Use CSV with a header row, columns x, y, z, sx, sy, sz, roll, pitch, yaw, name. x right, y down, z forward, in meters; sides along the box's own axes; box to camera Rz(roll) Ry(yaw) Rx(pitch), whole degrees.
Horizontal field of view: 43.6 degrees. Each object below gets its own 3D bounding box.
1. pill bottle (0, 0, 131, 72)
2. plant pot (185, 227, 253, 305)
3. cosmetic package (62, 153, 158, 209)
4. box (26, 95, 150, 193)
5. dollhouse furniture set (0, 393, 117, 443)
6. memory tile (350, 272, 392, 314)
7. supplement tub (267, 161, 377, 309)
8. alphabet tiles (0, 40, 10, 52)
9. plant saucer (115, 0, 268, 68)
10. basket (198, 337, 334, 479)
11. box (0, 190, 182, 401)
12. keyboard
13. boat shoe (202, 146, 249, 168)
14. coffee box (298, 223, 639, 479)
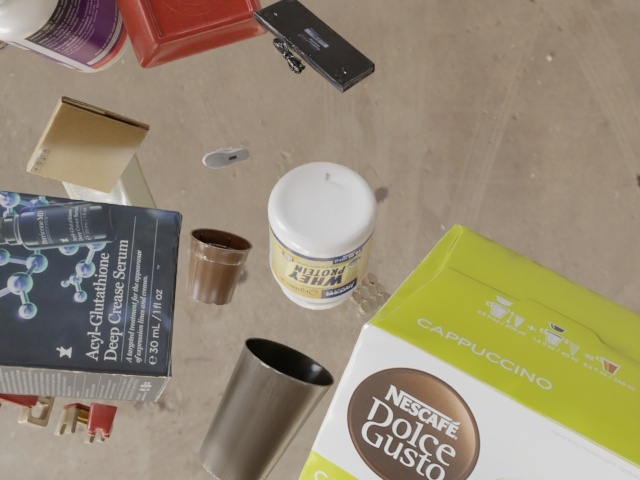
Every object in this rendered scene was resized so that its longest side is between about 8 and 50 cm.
x,y,z,sx,sy,sz,roll,pitch,yaw,name
-0.472,-0.409,1.367,0.181,0.323,0.182,-1,87,18,pill bottle
-0.278,0.072,2.097,0.167,0.167,0.165,11,106,-18,plant pot
-0.507,-0.092,1.981,0.160,0.113,0.309,1,139,9,cosmetic package
-0.432,-0.171,1.484,0.164,0.021,0.201,16,138,-30,box
-0.616,0.342,1.838,0.201,0.152,0.374,-17,145,40,dollhouse furniture set
0.130,0.144,2.201,0.148,0.113,0.012,-18,153,-49,memory tile
0.000,0.000,1.763,0.228,0.228,0.316,-8,151,-7,supplement tub
-0.705,-0.338,1.566,0.237,0.198,0.009,-25,104,30,alphabet tiles
-0.236,-0.463,1.408,0.258,0.047,0.259,-23,100,-22,plant saucer
-0.105,0.307,1.405,0.204,0.154,0.227,19,102,-55,basket
-0.449,0.098,1.348,0.395,0.294,0.212,6,156,-15,box
-0.019,-0.274,1.134,0.108,0.180,0.023,-36,160,-34,keyboard
-0.194,-0.171,1.612,0.100,0.035,0.035,-18,121,-27,boat shoe
0.199,0.234,0.923,0.337,0.338,0.334,28,117,14,coffee box
